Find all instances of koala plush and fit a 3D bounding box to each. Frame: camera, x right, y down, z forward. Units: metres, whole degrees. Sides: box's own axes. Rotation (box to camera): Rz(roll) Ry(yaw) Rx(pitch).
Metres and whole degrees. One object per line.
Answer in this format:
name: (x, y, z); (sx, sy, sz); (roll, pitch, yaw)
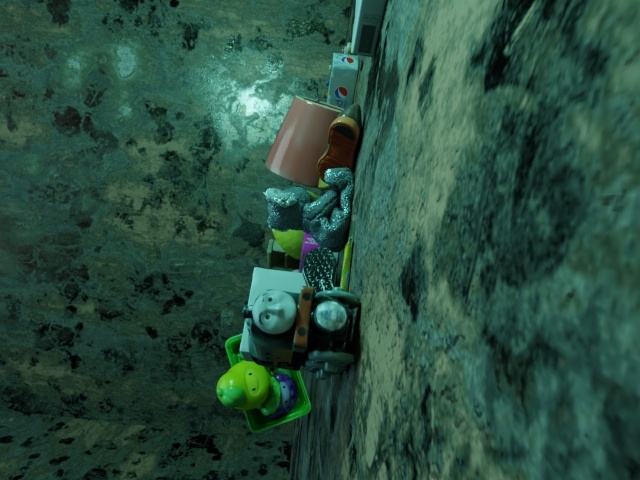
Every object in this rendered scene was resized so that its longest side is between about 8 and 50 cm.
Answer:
koala plush: (-0.037, -0.075, 1.096); (0.196, 0.221, 0.203); (103, 174, -65)

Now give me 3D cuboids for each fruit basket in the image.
fruit basket: (-0.220, 0.514, 1.572); (0.392, 0.283, 0.391); (160, 90, -88)

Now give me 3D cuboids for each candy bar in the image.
candy bar: (0.054, 0.073, 0.901); (0.040, 0.018, 0.161); (90, -174, -79)

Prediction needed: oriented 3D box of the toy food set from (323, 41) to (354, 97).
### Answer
toy food set: (0.078, -0.681, 1.677); (0.111, 0.105, 0.232); (-85, 3, -46)

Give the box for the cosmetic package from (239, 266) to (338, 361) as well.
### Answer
cosmetic package: (-0.076, 0.208, 1.106); (0.138, 0.225, 0.224); (96, 180, -64)

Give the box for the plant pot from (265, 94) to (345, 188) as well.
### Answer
plant pot: (-0.022, -0.327, 1.376); (0.275, 0.275, 0.243); (-88, 15, -69)

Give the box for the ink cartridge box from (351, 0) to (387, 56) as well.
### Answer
ink cartridge box: (0.120, -0.598, 0.922); (0.275, 0.060, 0.238); (100, 178, -60)

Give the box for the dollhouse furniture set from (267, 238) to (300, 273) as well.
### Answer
dollhouse furniture set: (-0.119, 0.217, 1.777); (0.362, 0.257, 0.394); (100, 176, -58)

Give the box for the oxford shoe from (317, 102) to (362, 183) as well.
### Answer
oxford shoe: (0.061, -0.240, 1.105); (0.271, 0.097, 0.098); (115, -179, -61)

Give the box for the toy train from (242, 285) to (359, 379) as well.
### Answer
toy train: (-0.041, 0.172, 0.766); (0.334, 0.190, 0.142); (102, 174, -67)

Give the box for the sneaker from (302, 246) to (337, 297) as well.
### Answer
sneaker: (0.002, 0.125, 1.003); (0.097, 0.084, 0.234); (86, 179, -51)

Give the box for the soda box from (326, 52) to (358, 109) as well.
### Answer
soda box: (0.069, -0.513, 1.509); (0.286, 0.091, 0.098); (100, 176, -50)

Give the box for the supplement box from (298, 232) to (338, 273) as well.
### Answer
supplement box: (0.000, 0.000, 1.320); (0.114, 0.111, 0.220); (101, 175, -53)

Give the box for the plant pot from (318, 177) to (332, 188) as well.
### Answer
plant pot: (0.046, -0.190, 1.259); (0.083, 0.081, 0.081); (-142, 59, -73)

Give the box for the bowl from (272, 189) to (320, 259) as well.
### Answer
bowl: (-0.041, -0.082, 1.641); (0.156, 0.289, 0.289); (-19, 54, 40)
